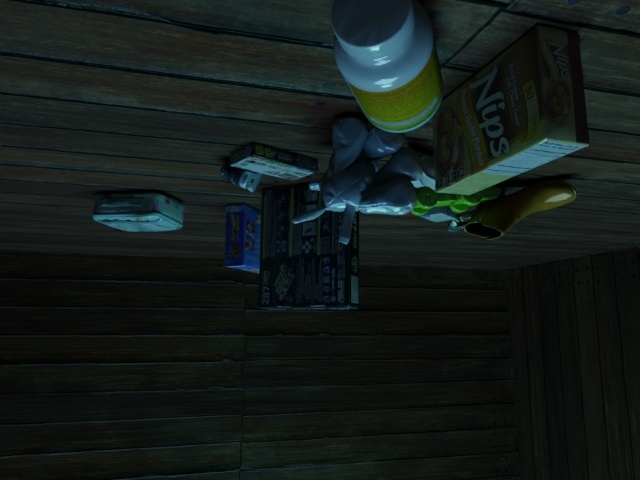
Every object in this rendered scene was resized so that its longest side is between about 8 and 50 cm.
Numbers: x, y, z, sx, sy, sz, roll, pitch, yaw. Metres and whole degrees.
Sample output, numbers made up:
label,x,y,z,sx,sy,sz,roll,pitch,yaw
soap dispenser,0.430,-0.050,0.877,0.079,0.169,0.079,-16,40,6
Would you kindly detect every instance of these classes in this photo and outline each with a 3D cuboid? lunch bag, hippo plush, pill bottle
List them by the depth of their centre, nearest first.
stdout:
label,x,y,z,sx,sy,sz,roll,pitch,yaw
pill bottle,0.097,-0.260,0.731,0.136,0.136,0.245,-3,170,18
hippo plush,0.095,-0.126,1.185,0.234,0.294,0.236,22,177,-2
lunch bag,-0.639,-0.097,1.785,0.279,0.108,0.224,-2,170,12

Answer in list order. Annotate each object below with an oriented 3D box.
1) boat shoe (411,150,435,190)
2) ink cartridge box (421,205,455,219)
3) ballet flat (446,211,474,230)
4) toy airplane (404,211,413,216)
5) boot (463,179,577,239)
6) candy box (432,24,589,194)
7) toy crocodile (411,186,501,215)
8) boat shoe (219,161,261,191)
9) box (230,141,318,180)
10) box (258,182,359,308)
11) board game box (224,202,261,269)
label,x,y,z,sx,sy,sz,roll,pitch,yaw
boat shoe,0.305,-0.180,1.333,0.088,0.096,0.267,-11,167,32
ink cartridge box,0.430,-0.106,1.878,0.088,0.052,0.122,-7,167,38
ballet flat,0.565,-0.081,2.036,0.070,0.070,0.188,7,166,-35
toy airplane,0.301,-0.112,1.914,0.151,0.028,0.151,0,169,0
boot,0.604,-0.083,1.562,0.295,0.104,0.211,-3,-145,48
candy box,0.313,-0.206,0.902,0.087,0.183,0.316,2,170,-17
toy crocodile,0.380,-0.143,1.566,0.340,0.105,0.115,-4,170,-4
boat shoe,-0.221,-0.184,1.439,0.083,0.065,0.183,26,-176,3
box,-0.120,-0.205,1.353,0.207,0.036,0.114,8,167,-40
box,-0.038,0.018,1.601,0.318,0.395,0.097,-5,169,24
board game box,-0.255,0.006,2.015,0.078,0.233,0.347,-4,169,19
